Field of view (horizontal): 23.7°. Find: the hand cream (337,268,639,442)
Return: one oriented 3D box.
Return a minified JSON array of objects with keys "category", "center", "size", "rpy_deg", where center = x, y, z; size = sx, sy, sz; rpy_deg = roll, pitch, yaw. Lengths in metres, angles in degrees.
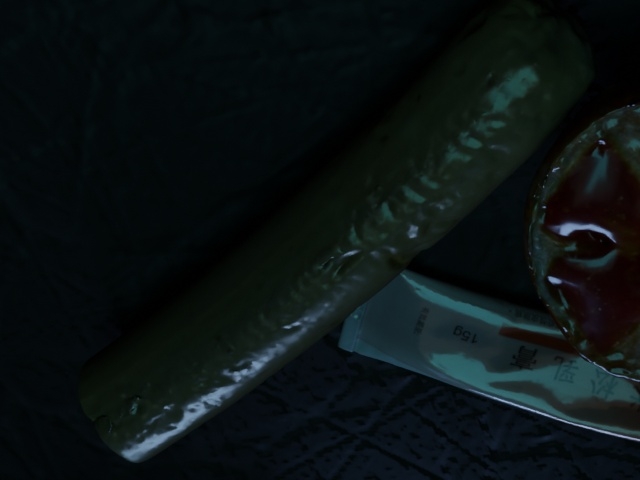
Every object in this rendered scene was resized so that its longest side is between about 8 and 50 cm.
[{"category":"hand cream","center":[0.116,0.059,0.707],"size":[0.216,0.038,0.052],"rpy_deg":[17,98,3]}]

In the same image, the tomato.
[{"category":"tomato","center":[0.158,-0.016,0.622],"size":[0.155,0.069,0.156],"rpy_deg":[5,128,6]}]

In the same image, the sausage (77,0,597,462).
[{"category":"sausage","center":[0.001,0.001,0.669],"size":[0.066,0.066,0.301],"rpy_deg":[40,124,-16]}]
